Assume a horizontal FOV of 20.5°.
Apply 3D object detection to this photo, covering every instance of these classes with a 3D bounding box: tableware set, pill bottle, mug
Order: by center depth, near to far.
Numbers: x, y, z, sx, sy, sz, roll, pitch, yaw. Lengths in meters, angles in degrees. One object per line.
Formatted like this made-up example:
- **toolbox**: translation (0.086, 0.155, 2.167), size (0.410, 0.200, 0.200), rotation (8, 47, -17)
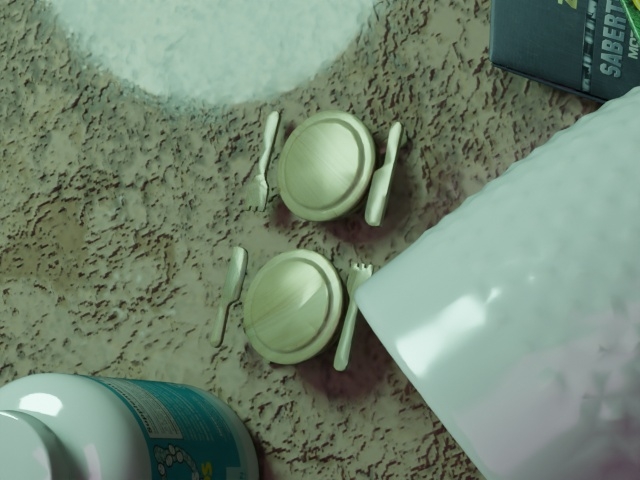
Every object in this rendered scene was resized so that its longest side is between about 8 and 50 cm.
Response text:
- **mug**: translation (0.261, 0.076, 1.083), size (0.328, 0.276, 0.374), rotation (-38, 94, 2)
- **pill bottle**: translation (-0.158, 0.167, 1.233), size (0.146, 0.264, 0.146), rotation (-3, 83, 23)
- **tableware set**: translation (0.000, 0.000, 1.312), size (0.128, 0.039, 0.194), rotation (9, 81, 35)

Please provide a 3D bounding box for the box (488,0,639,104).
- **box**: translation (0.207, -0.194, 1.160), size (0.183, 0.059, 0.232), rotation (22, 136, 24)

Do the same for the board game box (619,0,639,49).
- **board game box**: translation (0.225, -0.182, 1.009), size (0.136, 0.030, 0.259), rotation (-23, 65, 9)
